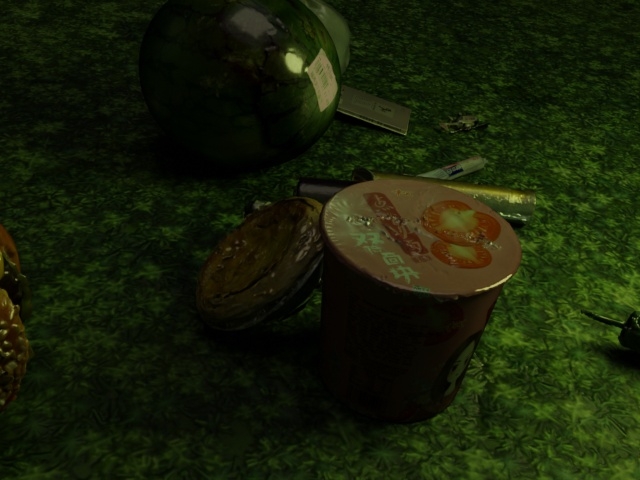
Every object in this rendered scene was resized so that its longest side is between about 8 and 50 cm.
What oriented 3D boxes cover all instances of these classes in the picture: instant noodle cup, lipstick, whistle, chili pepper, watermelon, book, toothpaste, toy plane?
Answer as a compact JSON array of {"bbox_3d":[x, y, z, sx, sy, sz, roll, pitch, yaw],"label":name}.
[{"bbox_3d":[0.105,0.080,1.022,0.243,0.231,0.243,5,34,-4],"label":"instant noodle cup"},{"bbox_3d":[0.102,-0.056,1.363,0.300,0.081,0.081,5,33,-2],"label":"lipstick"},{"bbox_3d":[0.212,-0.081,1.445,0.327,0.057,0.068,8,33,1],"label":"whistle"},{"bbox_3d":[0.497,0.167,1.127,0.279,0.065,0.122,36,38,29],"label":"chili pepper"},{"bbox_3d":[-0.141,-0.288,1.436,0.363,0.363,0.363,6,33,-4],"label":"watermelon"},{"bbox_3d":[0.103,-0.281,1.735,0.182,0.014,0.127,20,32,0],"label":"book"},{"bbox_3d":[0.257,-0.133,1.560,0.170,0.028,0.045,-20,49,-33],"label":"toothpaste"},{"bbox_3d":[0.300,-0.249,1.744,0.121,0.031,0.049,-8,45,-28],"label":"toy plane"}]

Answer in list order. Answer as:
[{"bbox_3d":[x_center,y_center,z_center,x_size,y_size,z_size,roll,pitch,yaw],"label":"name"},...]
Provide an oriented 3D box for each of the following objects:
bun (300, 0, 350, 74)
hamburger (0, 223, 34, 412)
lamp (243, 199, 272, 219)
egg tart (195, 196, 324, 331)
[{"bbox_3d":[-0.092,-0.462,1.830,0.355,0.194,0.354,5,35,-3],"label":"bun"},{"bbox_3d":[-0.443,0.099,0.852,0.291,0.291,0.225,-8,39,-23],"label":"hamburger"},{"bbox_3d":[0.000,0.000,1.241,0.250,0.101,0.101,22,36,14],"label":"lamp"},{"bbox_3d":[-0.068,0.037,1.126,0.234,0.094,0.234,-30,30,20],"label":"egg tart"}]
